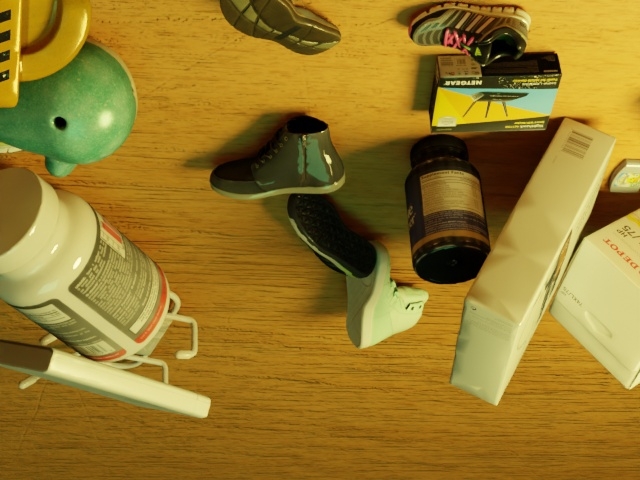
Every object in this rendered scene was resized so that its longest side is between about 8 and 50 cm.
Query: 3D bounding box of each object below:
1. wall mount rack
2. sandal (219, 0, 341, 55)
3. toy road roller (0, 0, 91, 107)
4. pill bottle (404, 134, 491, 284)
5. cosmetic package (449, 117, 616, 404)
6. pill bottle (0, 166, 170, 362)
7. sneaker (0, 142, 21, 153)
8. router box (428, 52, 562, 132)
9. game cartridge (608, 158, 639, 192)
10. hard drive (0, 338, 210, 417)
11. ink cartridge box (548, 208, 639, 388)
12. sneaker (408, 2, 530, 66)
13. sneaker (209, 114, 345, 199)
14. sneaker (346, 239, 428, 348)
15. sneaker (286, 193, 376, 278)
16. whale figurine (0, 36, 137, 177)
[{"bbox_3d":[-0.417,0.214,2.239,0.304,0.130,0.350,11,145,-21],"label":"wall mount rack"},{"bbox_3d":[-0.052,-0.308,1.512,0.090,0.060,0.219,-21,158,37],"label":"sandal"},{"bbox_3d":[-0.419,-0.227,1.406,0.241,0.202,0.329,-5,119,-28],"label":"toy road roller"},{"bbox_3d":[0.196,-0.052,1.779,0.123,0.219,0.122,-2,147,-1],"label":"pill bottle"},{"bbox_3d":[0.332,0.036,1.797,0.097,0.377,0.284,26,152,14],"label":"cosmetic package"},{"bbox_3d":[-0.425,0.043,1.891,0.210,0.210,0.363,-15,146,18],"label":"pill bottle"},{"bbox_3d":[-0.429,-0.179,1.672,0.209,0.081,0.094,7,139,-25],"label":"sneaker"},{"bbox_3d":[0.255,-0.217,1.684,0.179,0.046,0.133,-2,148,-2],"label":"router box"},{"bbox_3d":[0.518,-0.107,1.911,0.056,0.017,0.083,5,147,-6],"label":"game cartridge"},{"bbox_3d":[-0.405,0.251,2.062,0.233,0.047,0.353,1,163,46],"label":"hard drive"},{"bbox_3d":[0.565,0.074,1.905,0.270,0.198,0.197,-25,148,-30],"label":"ink cartridge box"},{"bbox_3d":[0.207,-0.278,1.555,0.171,0.074,0.063,-1,148,-3],"label":"sneaker"},{"bbox_3d":[-0.077,-0.135,1.778,0.222,0.083,0.118,-4,130,14],"label":"sneaker"},{"bbox_3d":[0.132,0.082,2.135,0.151,0.094,0.255,-18,138,-24],"label":"sneaker"},{"bbox_3d":[0.000,0.000,1.973,0.097,0.084,0.235,0,145,44],"label":"sneaker"},{"bbox_3d":[-0.391,-0.177,1.560,0.272,0.141,0.216,-8,117,4],"label":"whale figurine"}]
